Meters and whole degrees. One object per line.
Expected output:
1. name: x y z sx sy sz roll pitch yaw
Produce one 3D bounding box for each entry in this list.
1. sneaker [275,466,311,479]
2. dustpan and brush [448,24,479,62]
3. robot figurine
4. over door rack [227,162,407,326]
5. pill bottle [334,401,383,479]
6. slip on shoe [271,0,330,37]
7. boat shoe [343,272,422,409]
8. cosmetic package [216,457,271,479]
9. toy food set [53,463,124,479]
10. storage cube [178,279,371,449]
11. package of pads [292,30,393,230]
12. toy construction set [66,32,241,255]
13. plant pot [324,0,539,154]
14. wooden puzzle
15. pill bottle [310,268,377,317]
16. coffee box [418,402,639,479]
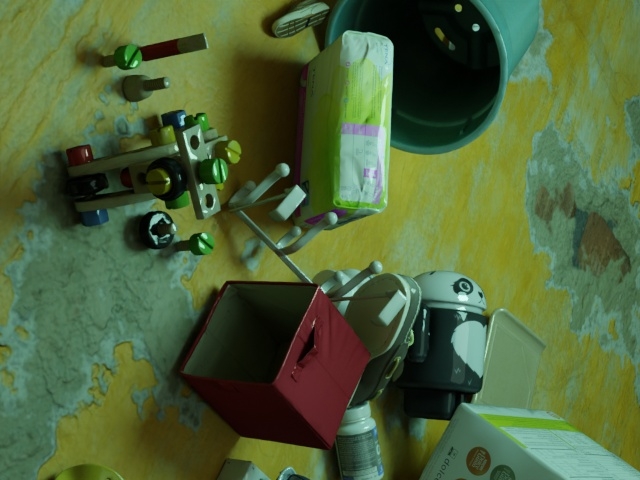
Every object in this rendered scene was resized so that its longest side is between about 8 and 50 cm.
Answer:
1. sneaker: -0.004 0.422 1.828 0.282 0.099 0.153 -29 133 -60
2. dustpan and brush: 0.322 -0.423 2.364 0.147 0.060 0.211 38 67 -43
3. robot figurine: 0.226 0.195 2.109 0.173 0.209 0.278 7 80 -9
4. over door rack: 0.000 0.000 1.710 0.239 0.324 0.108 45 80 -15
5. pill bottle: 0.064 0.355 1.985 0.078 0.078 0.137 -18 102 -48
6. slip on shoe: -0.041 -0.388 1.942 0.135 0.051 0.041 -31 71 -38
7. boat shoe: 0.095 0.167 1.879 0.096 0.324 0.117 -5 49 -32
8. cosmetic package: -0.148 0.467 1.744 0.099 0.060 0.239 49 53 -34
9. toy food set: -0.336 0.414 1.532 0.128 0.071 0.218 24 66 -21
10. storage cube: -0.065 0.192 1.749 0.193 0.215 0.184 54 50 -40
11. package of pads: 0.034 -0.177 1.863 0.101 0.229 0.297 5 82 -19
12. toy construction set: -0.195 -0.146 1.593 0.257 0.237 0.309 9 80 -49
13. plant pot: 0.231 -0.378 2.065 0.334 0.341 0.341 -46 121 -51
14. wooden puzzle: 0.394 0.291 2.409 0.221 0.044 0.239 37 65 -42
15. pill bottle: 0.066 0.110 1.978 0.186 0.112 0.112 18 74 -47
16. coffee box: 0.389 0.532 2.074 0.338 0.334 0.338 15 105 -49
